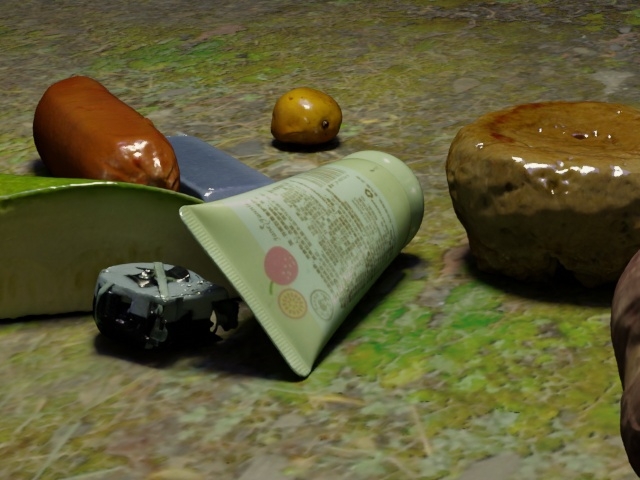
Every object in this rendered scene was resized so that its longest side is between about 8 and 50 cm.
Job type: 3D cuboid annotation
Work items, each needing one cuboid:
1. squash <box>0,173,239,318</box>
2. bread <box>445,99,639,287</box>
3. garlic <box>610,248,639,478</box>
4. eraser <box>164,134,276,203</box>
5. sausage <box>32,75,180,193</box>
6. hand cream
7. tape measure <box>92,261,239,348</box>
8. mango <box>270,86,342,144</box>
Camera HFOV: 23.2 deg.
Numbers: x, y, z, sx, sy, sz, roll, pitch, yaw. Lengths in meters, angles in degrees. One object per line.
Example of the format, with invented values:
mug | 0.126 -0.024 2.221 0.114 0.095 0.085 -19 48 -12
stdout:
squash | -0.203 0.007 1.186 0.288 0.111 0.203 8 20 16
bread | 0.214 -0.038 1.313 0.230 0.123 0.230 1 23 0
garlic | 0.258 0.098 0.844 0.245 0.160 0.245 18 41 -16
eraser | -0.113 -0.059 1.504 0.082 0.036 0.225 -9 20 -27
sausage | -0.216 -0.088 1.497 0.094 0.097 0.348 1 16 -25
hand cream | 0.000 0.000 1.214 0.093 0.147 0.306 -36 -1 25
tape measure | -0.121 0.048 1.143 0.094 0.054 0.091 20 20 41
mango | -0.016 -0.138 1.718 0.080 0.060 0.114 1 14 -10
